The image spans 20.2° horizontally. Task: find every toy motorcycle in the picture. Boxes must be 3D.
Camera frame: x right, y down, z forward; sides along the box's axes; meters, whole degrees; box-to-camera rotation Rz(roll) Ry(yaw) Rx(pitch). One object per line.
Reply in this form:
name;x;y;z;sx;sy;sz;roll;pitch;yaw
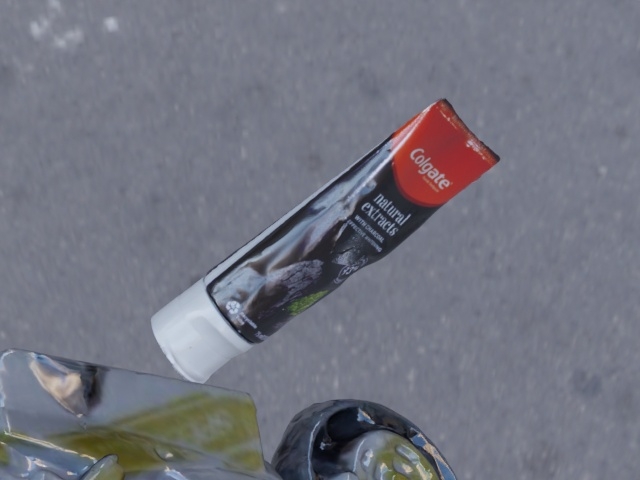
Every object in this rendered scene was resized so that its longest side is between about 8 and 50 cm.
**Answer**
toy motorcycle;-0.038;0.102;0.427;0.225;0.073;0.152;7;54;-38

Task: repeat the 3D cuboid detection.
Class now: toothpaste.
toothpaste;0.000;0.000;0.911;0.193;0.071;0.045;-36;53;9
